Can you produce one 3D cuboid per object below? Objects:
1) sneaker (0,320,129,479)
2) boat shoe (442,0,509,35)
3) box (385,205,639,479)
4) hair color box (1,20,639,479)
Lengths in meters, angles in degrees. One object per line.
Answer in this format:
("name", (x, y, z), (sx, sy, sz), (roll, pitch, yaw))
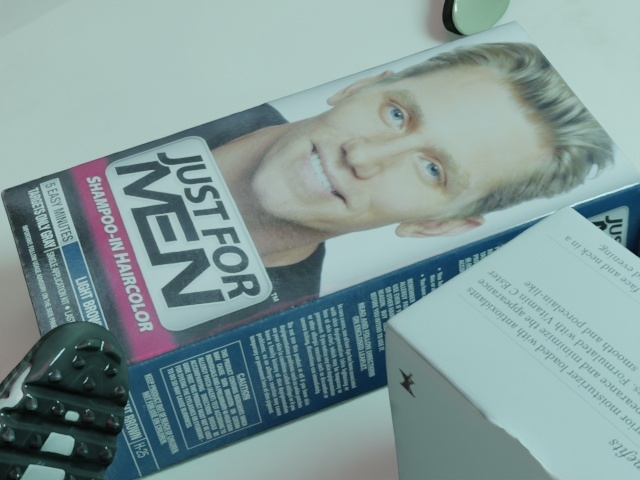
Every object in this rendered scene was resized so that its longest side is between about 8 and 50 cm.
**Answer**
("sneaker", (-0.181, 0.135, 0.665), (0.106, 0.078, 0.234), (32, 96, 45))
("boat shoe", (0.123, -0.205, 1.012), (0.042, 0.049, 0.133), (-6, 47, 43))
("box", (0.133, 0.117, 0.611), (0.119, 0.182, 0.181), (-31, 50, -21))
("hair color box", (0.000, 0.000, 0.796), (0.347, 0.105, 0.174), (-19, 48, -9))
